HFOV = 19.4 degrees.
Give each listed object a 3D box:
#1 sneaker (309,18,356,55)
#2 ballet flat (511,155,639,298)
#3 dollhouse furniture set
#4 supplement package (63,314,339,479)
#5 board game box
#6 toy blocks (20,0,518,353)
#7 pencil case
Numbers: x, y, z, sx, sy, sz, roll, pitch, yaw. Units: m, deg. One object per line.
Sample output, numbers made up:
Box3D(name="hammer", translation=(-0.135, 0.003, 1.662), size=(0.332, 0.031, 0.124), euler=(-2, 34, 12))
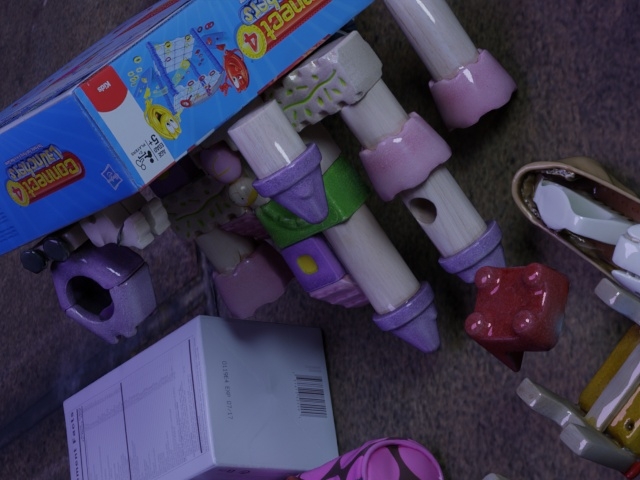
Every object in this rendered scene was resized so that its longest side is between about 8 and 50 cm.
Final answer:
Box3D(name="sneaker", translation=(-0.072, -0.157, 1.719), size=(0.283, 0.110, 0.122), euler=(-48, 44, 38))
Box3D(name="ballet flat", translation=(0.214, 0.005, 1.309), size=(0.232, 0.073, 0.080), euler=(36, 113, 51))
Box3D(name="dollhouse furniture set", translation=(0.113, 0.182, 1.303), size=(0.374, 0.152, 0.201), euler=(-53, 41, 9))
Box3D(name="supplement package", translation=(-0.112, 0.174, 1.683), size=(0.244, 0.133, 0.139), euler=(-32, 59, 47))
Box3D(name="board game box", translation=(-0.146, -0.115, 1.470), size=(0.308, 0.302, 0.086), euler=(-20, 108, 52))
Box3D(name="toy blocks", translation=(0.000, 0.000, 1.466), size=(0.288, 0.309, 0.260), euler=(-23, 106, 43))
Box3D(name="pencil case", translation=(0.008, 0.233, 1.538), size=(0.209, 0.095, 0.098), euler=(-35, 50, 50))
